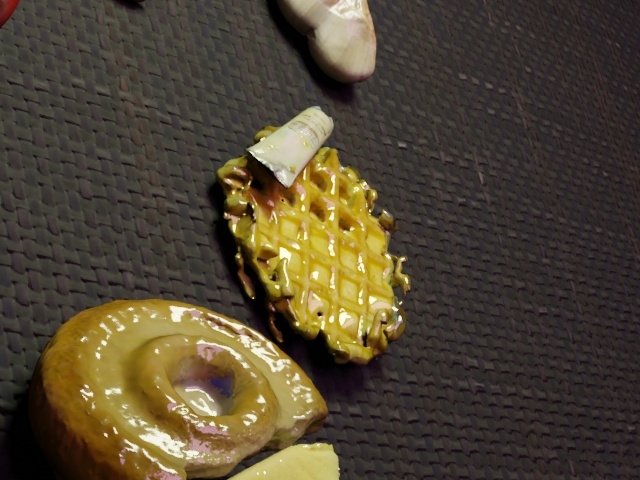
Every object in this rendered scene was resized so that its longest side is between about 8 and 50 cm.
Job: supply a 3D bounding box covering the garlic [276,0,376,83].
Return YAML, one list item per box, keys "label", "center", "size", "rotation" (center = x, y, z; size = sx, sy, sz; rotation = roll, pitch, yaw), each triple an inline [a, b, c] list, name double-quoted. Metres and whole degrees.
- label: "garlic"
  center: [0.016, -0.274, 1.780]
  size: [0.124, 0.099, 0.174]
  rotation: [-25, 84, -40]

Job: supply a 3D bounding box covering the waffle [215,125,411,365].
- label: "waffle"
  center: [0.002, -0.002, 1.577]
  size: [0.280, 0.060, 0.262]
  rotation: [55, 38, 4]

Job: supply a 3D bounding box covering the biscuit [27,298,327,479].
- label: "biscuit"
  center: [-0.131, 0.128, 1.231]
  size: [0.213, 0.091, 0.274]
  rotation: [35, 31, 18]

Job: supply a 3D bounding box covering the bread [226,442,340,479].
- label: "bread"
  center: [-0.117, 0.234, 1.167]
  size: [0.264, 0.167, 0.163]
  rotation: [23, 47, -38]

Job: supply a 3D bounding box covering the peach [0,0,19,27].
- label: "peach"
  center: [-0.361, -0.237, 1.216]
  size: [0.226, 0.190, 0.196]
  rotation: [-6, 77, -59]

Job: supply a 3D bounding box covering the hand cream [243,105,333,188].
- label: "hand cream"
  center: [-0.029, -0.105, 1.563]
  size: [0.061, 0.039, 0.143]
  rotation: [44, 35, -2]
